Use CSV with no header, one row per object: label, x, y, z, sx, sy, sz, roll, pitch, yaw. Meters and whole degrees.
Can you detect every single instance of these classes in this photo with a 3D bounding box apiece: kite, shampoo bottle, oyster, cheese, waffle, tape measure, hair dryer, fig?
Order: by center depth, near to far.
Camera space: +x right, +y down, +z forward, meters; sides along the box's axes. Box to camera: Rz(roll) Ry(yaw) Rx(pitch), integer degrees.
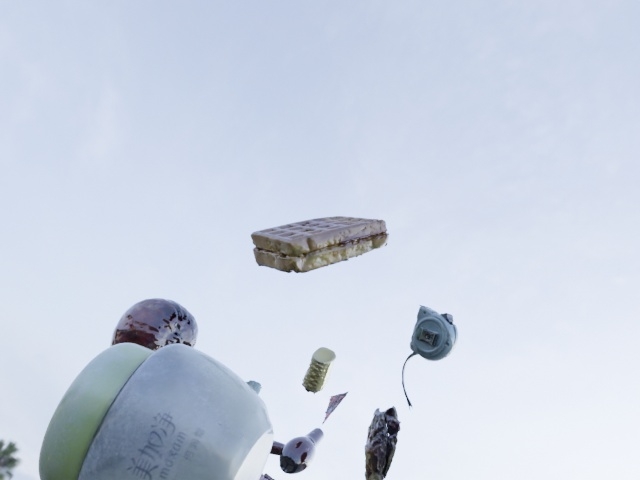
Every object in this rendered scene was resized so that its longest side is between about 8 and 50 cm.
shampoo bottle,-0.250,0.335,0.950,0.317,0.323,0.323,23,-40,5
fig,-0.431,0.255,1.515,0.224,0.224,0.263,35,-12,-9
waffle,0.000,0.000,1.588,0.224,0.327,0.098,12,-67,53
shampoo bottle,-0.234,0.427,1.642,0.049,0.072,0.212,54,-37,-5
tape measure,0.323,0.375,1.811,0.084,0.331,0.164,18,-4,-38
kite,0.057,0.568,2.062,0.008,0.222,0.125,44,-74,-2
oyster,0.219,0.773,2.225,0.100,0.271,0.275,13,-47,-6
hair dryer,-0.175,0.821,2.387,0.340,0.312,0.123,8,-83,16
cheese,-0.007,0.530,2.405,0.093,0.123,0.167,32,-61,29

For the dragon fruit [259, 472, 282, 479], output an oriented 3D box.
dragon fruit,-0.173,0.680,1.417,0.244,0.244,0.299,40,-72,-14
